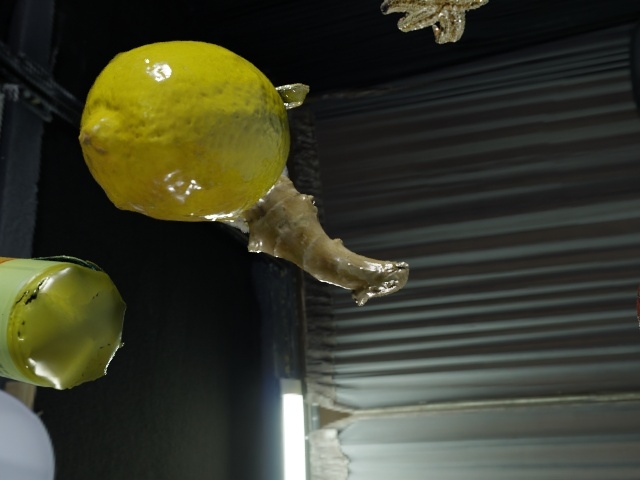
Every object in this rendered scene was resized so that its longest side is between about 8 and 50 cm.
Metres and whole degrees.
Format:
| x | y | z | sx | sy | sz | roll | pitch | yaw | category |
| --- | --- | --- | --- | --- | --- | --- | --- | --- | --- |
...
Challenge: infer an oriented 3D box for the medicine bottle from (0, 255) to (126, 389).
| x | y | z | sx | sy | sz | roll | pitch | yaw | category |
| --- | --- | --- | --- | --- | --- | --- | --- | --- | --- |
| -0.299 | 0.074 | 0.645 | 0.124 | 0.239 | 0.124 | -2 | -87 | -58 | medicine bottle |

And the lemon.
| x | y | z | sx | sy | sz | roll | pitch | yaw | category |
| --- | --- | --- | --- | --- | --- | --- | --- | --- | --- |
| -0.166 | -0.134 | 0.830 | 0.288 | 0.234 | 0.233 | -11 | -86 | -44 | lemon |

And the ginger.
| x | y | z | sx | sy | sz | roll | pitch | yaw | category |
| --- | --- | --- | --- | --- | --- | --- | --- | --- | --- |
| 0.000 | 0.000 | 1.026 | 0.131 | 0.295 | 0.086 | -62 | -9 | -11 | ginger |

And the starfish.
| x | y | z | sx | sy | sz | roll | pitch | yaw | category |
| --- | --- | --- | --- | --- | --- | --- | --- | --- | --- |
| 0.215 | -0.431 | 1.160 | 0.216 | 0.238 | 0.071 | 34 | -126 | -49 | starfish |

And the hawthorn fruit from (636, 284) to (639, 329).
| x | y | z | sx | sy | sz | roll | pitch | yaw | category |
| --- | --- | --- | --- | --- | --- | --- | --- | --- | --- |
| 0.661 | 0.131 | 1.191 | 0.179 | 0.174 | 0.173 | -90 | -16 | -48 | hawthorn fruit |

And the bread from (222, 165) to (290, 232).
| x | y | z | sx | sy | sz | roll | pitch | yaw | category |
| --- | --- | --- | --- | --- | --- | --- | --- | --- | --- |
| -0.155 | -0.103 | 1.449 | 0.102 | 0.337 | 0.183 | 7 | -83 | -37 | bread |

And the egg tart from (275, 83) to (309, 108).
| x | y | z | sx | sy | sz | roll | pitch | yaw | category |
| --- | --- | --- | --- | --- | --- | --- | --- | --- | --- |
| -0.071 | -0.306 | 1.413 | 0.105 | 0.105 | 0.039 | -9 | -92 | -74 | egg tart |
